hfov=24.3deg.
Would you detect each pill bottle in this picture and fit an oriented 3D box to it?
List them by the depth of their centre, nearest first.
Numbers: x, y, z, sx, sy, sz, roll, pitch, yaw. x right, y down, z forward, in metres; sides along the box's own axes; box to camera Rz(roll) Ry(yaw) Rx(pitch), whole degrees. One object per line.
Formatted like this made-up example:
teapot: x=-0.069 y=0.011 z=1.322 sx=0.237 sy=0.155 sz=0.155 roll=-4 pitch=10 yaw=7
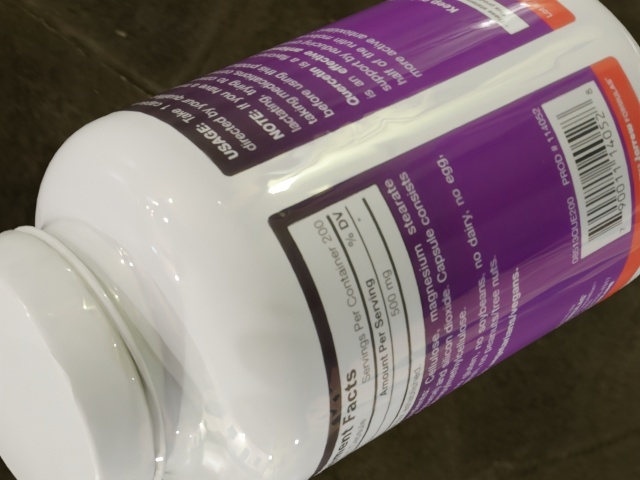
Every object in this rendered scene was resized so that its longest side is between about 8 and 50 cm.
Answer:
pill bottle: x=0.000 y=0.000 z=0.682 sx=0.323 sy=0.181 sz=0.181 roll=-26 pitch=114 yaw=-30
